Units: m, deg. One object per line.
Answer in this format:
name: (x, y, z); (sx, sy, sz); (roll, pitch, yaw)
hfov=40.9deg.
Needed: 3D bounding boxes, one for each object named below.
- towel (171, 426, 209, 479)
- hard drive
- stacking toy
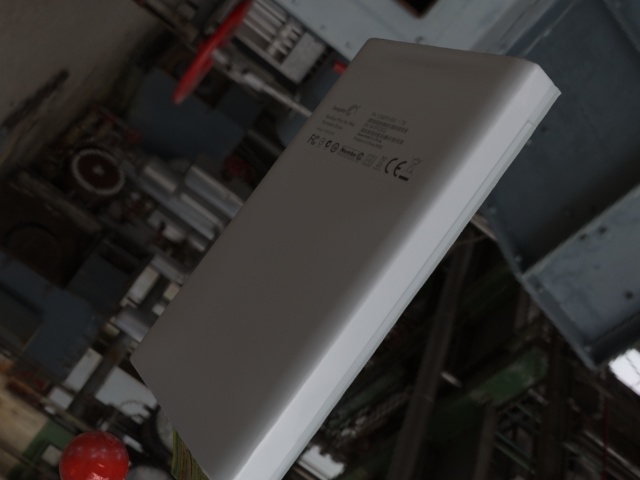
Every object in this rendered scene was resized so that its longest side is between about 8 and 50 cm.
towel: (-0.167, 0.324, 1.149); (0.237, 0.021, 0.102); (-146, -125, -65)
hard drive: (0.000, 0.000, 0.585); (0.308, 0.040, 0.203); (-54, -149, -3)
stacking toy: (-0.309, 0.414, 1.110); (0.141, 0.141, 0.330); (150, -55, -68)
